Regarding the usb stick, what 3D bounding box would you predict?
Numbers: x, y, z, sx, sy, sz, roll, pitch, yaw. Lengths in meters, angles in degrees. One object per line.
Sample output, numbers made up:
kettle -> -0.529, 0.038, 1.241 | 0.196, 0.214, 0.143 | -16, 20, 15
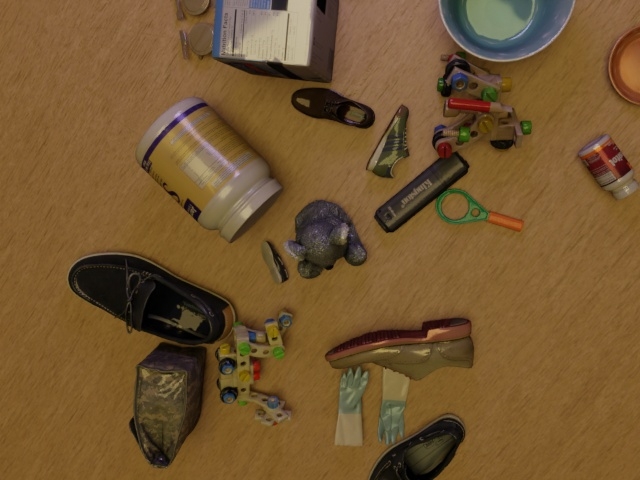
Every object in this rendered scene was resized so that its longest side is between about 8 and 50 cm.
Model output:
usb stick -> 0.263, -0.128, 1.747 | 0.278, 0.045, 0.077 | -40, 85, 12

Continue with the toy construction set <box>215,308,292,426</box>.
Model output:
toy construction set -> -0.175, 0.356, 1.837 | 0.215, 0.151, 0.328 | -6, 105, -16

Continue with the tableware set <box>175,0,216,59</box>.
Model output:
tableware set -> -0.317, -0.589, 1.783 | 0.128, 0.039, 0.194 | -9, 90, 21

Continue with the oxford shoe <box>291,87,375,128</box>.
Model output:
oxford shoe -> 0.028, -0.350, 1.731 | 0.227, 0.096, 0.083 | 14, 101, 8

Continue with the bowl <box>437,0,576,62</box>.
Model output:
bowl -> 0.439, -0.576, 1.604 | 0.311, 0.163, 0.312 | 1, 97, 9

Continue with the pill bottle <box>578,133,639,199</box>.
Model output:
pill bottle -> 0.717, -0.179, 1.652 | 0.086, 0.086, 0.152 | -36, 91, 11

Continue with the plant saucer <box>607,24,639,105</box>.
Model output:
plant saucer -> 0.804, -0.429, 1.631 | 0.199, 0.037, 0.200 | 1, 97, 8

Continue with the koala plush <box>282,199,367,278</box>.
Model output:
koala plush -> 0.000, 0.000, 1.715 | 0.196, 0.221, 0.203 | -16, 94, 11

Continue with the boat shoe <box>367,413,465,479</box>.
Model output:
boat shoe -> 0.256, 0.611, 1.809 | 0.340, 0.113, 0.127 | -38, 91, 11

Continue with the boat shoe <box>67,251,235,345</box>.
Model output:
boat shoe -> -0.482, 0.162, 1.846 | 0.500, 0.156, 0.187 | 20, 102, 7

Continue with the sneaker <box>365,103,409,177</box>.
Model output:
sneaker -> 0.198, -0.250, 1.738 | 0.086, 0.064, 0.192 | 28, 101, -3

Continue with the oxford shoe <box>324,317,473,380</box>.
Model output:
oxford shoe -> 0.210, 0.310, 1.763 | 0.396, 0.140, 0.147 | -11, 95, 10

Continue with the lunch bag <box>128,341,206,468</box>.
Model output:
lunch bag -> -0.416, 0.450, 1.829 | 0.168, 0.235, 0.287 | 5, 97, 2

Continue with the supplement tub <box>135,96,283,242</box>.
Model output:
supplement tub -> -0.282, -0.179, 1.726 | 0.331, 0.241, 0.241 | 44, 101, 2

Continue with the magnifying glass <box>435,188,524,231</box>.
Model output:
magnifying glass -> 0.415, -0.070, 1.745 | 0.231, 0.026, 0.092 | 18, 99, 8

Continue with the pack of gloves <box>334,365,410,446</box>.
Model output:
pack of gloves -> 0.143, 0.455, 1.852 | 0.195, 0.046, 0.232 | 4, 98, -6

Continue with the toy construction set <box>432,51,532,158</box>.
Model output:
toy construction set -> 0.403, -0.309, 1.588 | 0.237, 0.309, 0.258 | 6, 106, 3

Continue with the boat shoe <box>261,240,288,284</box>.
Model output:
boat shoe -> -0.125, 0.058, 1.835 | 0.046, 0.038, 0.125 | -27, 86, 53

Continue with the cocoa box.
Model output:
cocoa box -> -0.097, -0.518, 1.599 | 0.227, 0.347, 0.232 | 7, 99, 8
